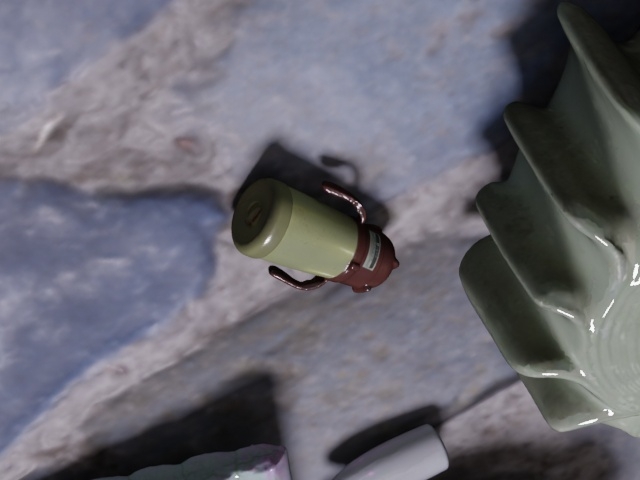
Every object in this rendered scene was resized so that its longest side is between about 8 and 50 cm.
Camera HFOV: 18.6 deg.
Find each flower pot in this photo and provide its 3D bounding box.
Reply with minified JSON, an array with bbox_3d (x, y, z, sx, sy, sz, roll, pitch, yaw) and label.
[{"bbox_3d":[0.277,-0.015,1.144,0.367,0.164,0.254,2,125,-20],"label":"flower pot"}]

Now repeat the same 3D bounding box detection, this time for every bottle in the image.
[{"bbox_3d":[-0.001,0.001,1.128,0.101,0.047,0.063,21,139,-34],"label":"bottle"}]

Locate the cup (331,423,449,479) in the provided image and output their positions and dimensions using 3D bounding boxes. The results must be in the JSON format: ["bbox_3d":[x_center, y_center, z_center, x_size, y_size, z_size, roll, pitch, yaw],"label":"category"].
[{"bbox_3d":[0.107,0.260,1.255,0.173,0.167,0.299,-22,99,-12],"label":"cup"}]

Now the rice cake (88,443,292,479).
[{"bbox_3d":[-0.087,0.221,1.218,0.189,0.037,0.198,-16,123,5],"label":"rice cake"}]
